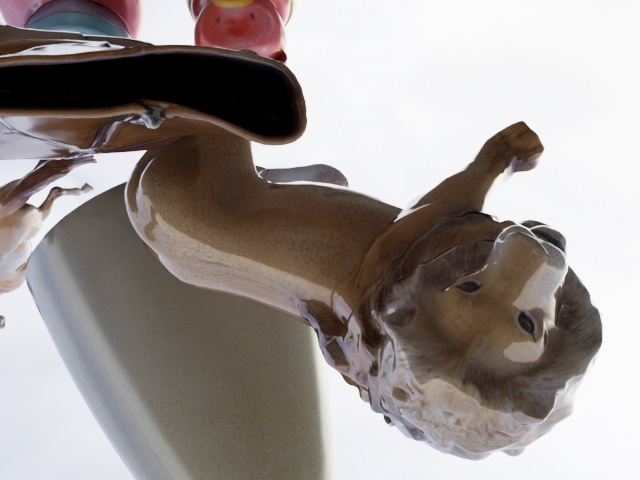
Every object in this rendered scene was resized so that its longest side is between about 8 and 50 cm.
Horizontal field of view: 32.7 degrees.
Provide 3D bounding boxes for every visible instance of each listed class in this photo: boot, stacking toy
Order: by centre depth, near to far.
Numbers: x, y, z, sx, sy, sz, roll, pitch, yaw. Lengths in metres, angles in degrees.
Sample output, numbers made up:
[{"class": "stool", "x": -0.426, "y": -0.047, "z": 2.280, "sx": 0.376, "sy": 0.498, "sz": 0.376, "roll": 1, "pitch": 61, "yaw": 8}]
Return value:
[{"class": "boot", "x": -0.172, "y": -0.068, "z": 0.559, "sx": 0.264, "sy": 0.096, "sz": 0.280, "roll": 6, "pitch": -172, "yaw": -19}, {"class": "stacking toy", "x": -0.194, "y": -0.242, "z": 1.069, "sx": 0.309, "sy": 0.279, "sz": 0.130, "roll": -13, "pitch": -129, "yaw": 12}]

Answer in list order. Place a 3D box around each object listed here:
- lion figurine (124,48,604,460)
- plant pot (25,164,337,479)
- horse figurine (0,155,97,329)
[{"class": "lion figurine", "x": 0.000, "y": 0.000, "z": 0.675, "sx": 0.392, "sy": 0.142, "sz": 0.240, "roll": 12, "pitch": -143, "yaw": 32}, {"class": "plant pot", "x": -0.094, "y": 0.116, "z": 0.940, "sx": 0.256, "sy": 0.256, "sz": 0.274, "roll": -12, "pitch": -118, "yaw": -22}, {"class": "horse figurine", "x": -0.327, "y": -0.008, "z": 1.204, "sx": 0.066, "sy": 0.263, "sz": 0.174, "roll": 39, "pitch": -135, "yaw": 10}]
